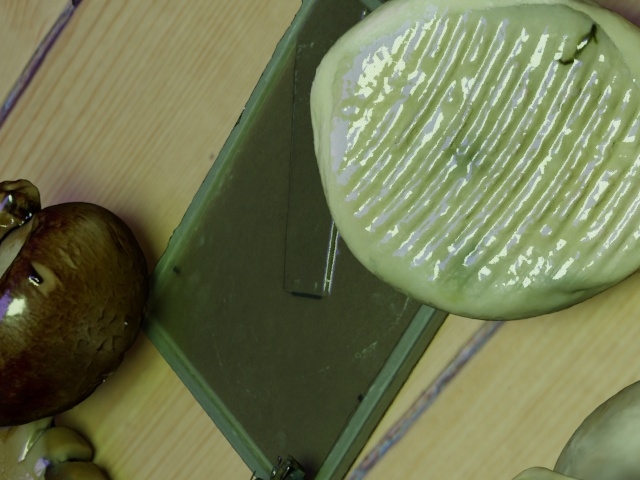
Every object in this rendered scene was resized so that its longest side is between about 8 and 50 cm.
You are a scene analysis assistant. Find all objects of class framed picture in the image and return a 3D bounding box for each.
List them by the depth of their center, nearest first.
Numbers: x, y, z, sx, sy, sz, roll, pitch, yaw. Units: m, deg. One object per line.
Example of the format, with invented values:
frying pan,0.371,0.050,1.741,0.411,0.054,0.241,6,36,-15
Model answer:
framed picture,0.000,0.000,1.334,0.247,0.022,0.335,47,118,36

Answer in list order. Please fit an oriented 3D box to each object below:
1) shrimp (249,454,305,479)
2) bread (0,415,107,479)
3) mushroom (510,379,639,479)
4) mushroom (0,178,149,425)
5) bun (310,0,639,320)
shrimp,-0.022,0.259,1.313,0.150,0.051,0.217,32,120,36
bread,-0.211,0.229,1.477,0.134,0.081,0.225,-43,57,15
mushroom,0.199,0.205,0.933,0.297,0.290,0.297,-5,83,45
mushroom,-0.211,0.059,1.434,0.231,0.138,0.194,-149,77,-78
bun,0.109,-0.056,1.142,0.237,0.116,0.210,22,105,8
